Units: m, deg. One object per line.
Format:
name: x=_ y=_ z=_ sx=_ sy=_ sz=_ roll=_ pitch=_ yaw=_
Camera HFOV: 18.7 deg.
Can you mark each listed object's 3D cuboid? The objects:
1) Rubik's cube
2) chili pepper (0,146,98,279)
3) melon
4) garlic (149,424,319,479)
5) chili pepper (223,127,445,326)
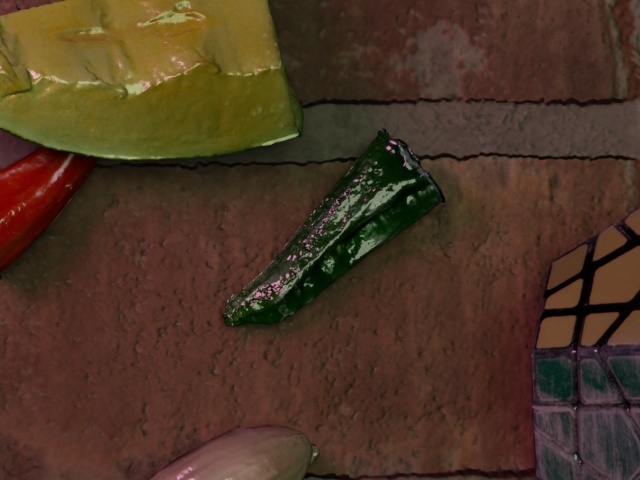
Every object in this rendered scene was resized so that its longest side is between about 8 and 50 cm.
Rubik's cube: x=0.322 y=0.118 z=1.639 sx=0.319 sy=0.264 sz=0.319 roll=2 pitch=80 yaw=-10
chili pepper: x=-0.246 y=-0.051 z=1.683 sx=0.088 sy=0.065 sz=0.169 roll=38 pitch=67 yaw=25
melon: x=-0.182 y=-0.159 z=1.664 sx=0.323 sy=0.124 sz=0.196 roll=-8 pitch=61 yaw=-14
garlic: x=-0.086 y=0.213 z=1.637 sx=0.195 sy=0.101 sz=0.087 roll=-33 pitch=86 yaw=-13
chili pepper: x=0.000 y=0.000 z=1.717 sx=0.227 sy=0.059 sz=0.088 roll=-39 pitch=84 yaw=-9
